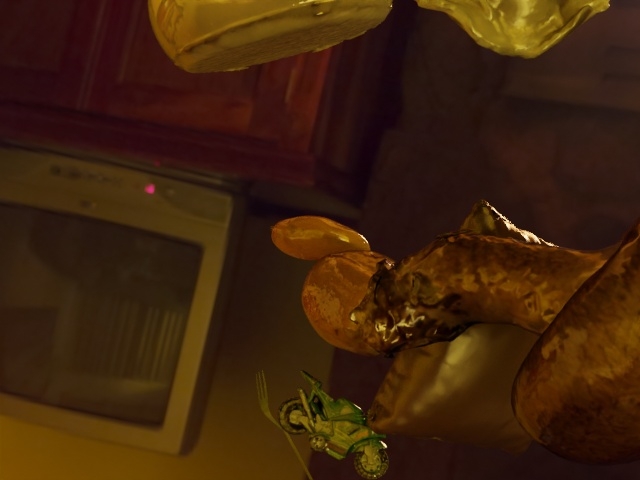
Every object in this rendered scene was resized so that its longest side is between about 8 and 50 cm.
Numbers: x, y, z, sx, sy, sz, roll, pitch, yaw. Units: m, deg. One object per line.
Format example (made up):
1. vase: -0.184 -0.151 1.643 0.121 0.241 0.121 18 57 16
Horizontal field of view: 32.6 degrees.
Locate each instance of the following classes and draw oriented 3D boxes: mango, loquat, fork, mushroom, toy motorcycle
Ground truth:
1. mango: 0.000 0.000 2.012 0.190 0.075 0.098 13 152 0
2. loquat: 0.069 0.109 1.881 0.187 0.176 0.234 -23 -144 -24
3. fork: -0.050 0.311 1.688 0.021 0.235 0.039 -23 171 -27
4. mushroom: 0.278 0.052 1.097 0.331 0.334 0.356 3 -144 -50
5. toy motorcycle: 0.030 0.282 1.675 0.190 0.106 0.074 29 172 10

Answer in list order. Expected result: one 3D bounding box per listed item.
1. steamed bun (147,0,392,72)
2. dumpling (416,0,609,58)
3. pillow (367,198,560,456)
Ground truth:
1. steamed bun: -0.084 -0.400 1.649 0.375 0.241 0.374 -17 -178 1
2. dumpling: 0.158 -0.206 0.888 0.188 0.127 0.108 -26 168 -28
3. pillow: 0.229 0.126 1.379 0.308 0.305 0.108 19 -170 -42
